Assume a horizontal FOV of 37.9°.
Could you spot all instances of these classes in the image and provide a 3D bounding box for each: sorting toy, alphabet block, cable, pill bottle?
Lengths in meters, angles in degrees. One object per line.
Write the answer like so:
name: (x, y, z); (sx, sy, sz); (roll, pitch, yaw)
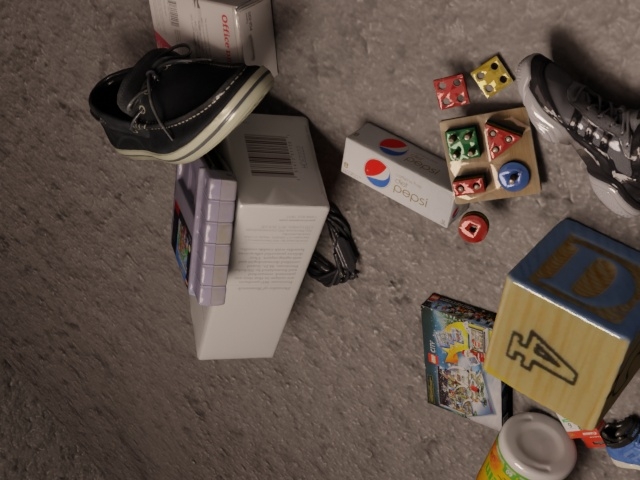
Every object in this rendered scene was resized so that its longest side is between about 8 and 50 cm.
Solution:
sorting toy: (0.248, -0.129, 1.377); (0.132, 0.046, 0.274); (-7, 107, 21)
alphabet block: (0.379, 0.121, 1.374); (0.193, 0.192, 0.197); (31, 137, 27)
cable: (0.000, 0.000, 1.772); (0.151, 0.047, 0.184); (-6, 113, 53)
pill bottle: (0.355, 0.431, 1.670); (0.136, 0.136, 0.245); (34, 138, 21)

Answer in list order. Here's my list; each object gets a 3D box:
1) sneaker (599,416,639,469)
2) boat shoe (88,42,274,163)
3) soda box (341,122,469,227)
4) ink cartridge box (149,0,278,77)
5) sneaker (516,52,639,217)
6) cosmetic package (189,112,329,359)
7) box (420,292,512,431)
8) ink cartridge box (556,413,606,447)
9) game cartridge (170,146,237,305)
sneaker: (0.519, 0.325, 1.492); (0.152, 0.058, 0.084); (-8, 122, 54)
boat shoe: (-0.258, -0.239, 1.588); (0.156, 0.187, 0.500); (50, 156, -26)
soda box: (0.141, -0.110, 1.526); (0.216, 0.069, 0.073); (30, 135, 24)
ink cartridge box: (-0.187, -0.366, 1.635); (0.218, 0.092, 0.158); (23, 133, 34)
sneaker: (0.388, -0.163, 1.226); (0.268, 0.101, 0.153); (49, 141, -5)
cosmetic package: (-0.131, 0.005, 1.727); (0.453, 0.162, 0.230); (112, 153, -47)
box: (0.264, 0.220, 1.673); (0.159, 0.044, 0.233); (18, 130, 35)
ink cartridge box: (0.445, 0.310, 1.577); (0.063, 0.029, 0.115); (-21, 103, 49)
game cartridge: (-0.215, -0.053, 1.640); (0.355, 0.068, 0.230); (-128, 46, -64)
